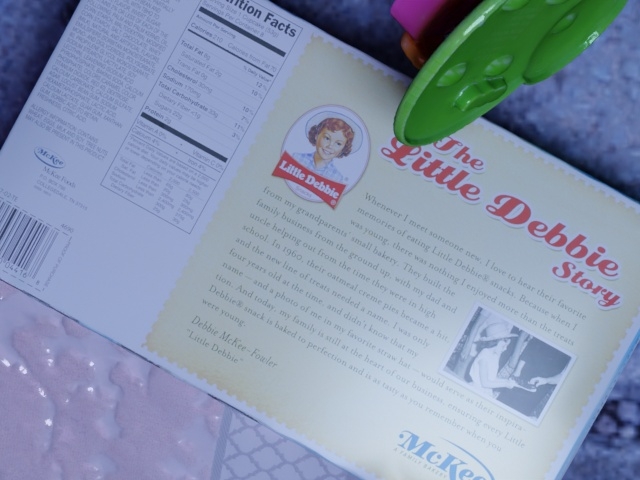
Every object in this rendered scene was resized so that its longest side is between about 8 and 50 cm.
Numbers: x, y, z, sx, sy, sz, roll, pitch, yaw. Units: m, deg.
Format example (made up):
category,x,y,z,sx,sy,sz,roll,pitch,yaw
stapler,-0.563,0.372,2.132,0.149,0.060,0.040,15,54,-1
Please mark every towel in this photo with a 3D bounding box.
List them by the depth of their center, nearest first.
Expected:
category,x,y,z,sx,sy,sz,roll,pitch,yaw
towel,-0.124,0.175,0.769,0.317,0.053,0.331,14,109,7

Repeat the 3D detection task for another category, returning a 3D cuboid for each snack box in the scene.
category,x,y,z,sx,sy,sz,roll,pitch,yaw
snack box,0.000,0.000,0.654,0.322,0.060,0.187,29,92,1

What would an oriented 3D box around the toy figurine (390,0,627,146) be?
category,x,y,z,sx,sy,sz,roll,pitch,yaw
toy figurine,0.048,-0.147,0.595,0.159,0.173,0.130,50,125,14
